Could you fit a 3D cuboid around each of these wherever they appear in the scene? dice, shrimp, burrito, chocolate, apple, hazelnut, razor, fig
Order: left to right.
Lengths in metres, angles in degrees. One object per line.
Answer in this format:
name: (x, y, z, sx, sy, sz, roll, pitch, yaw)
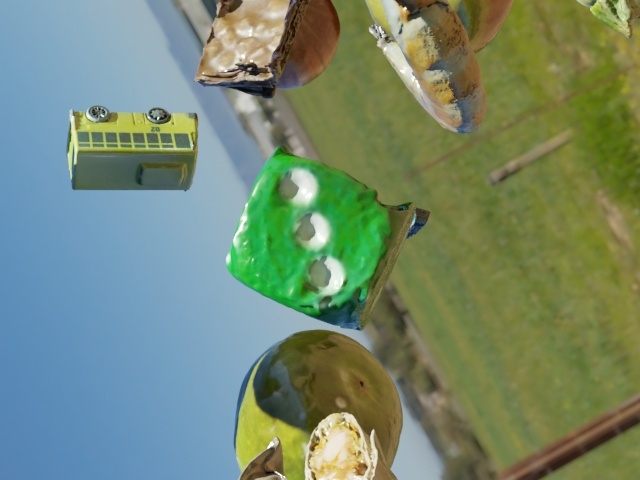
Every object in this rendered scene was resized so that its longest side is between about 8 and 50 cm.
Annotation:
chocolate: (-0.033, -0.265, 1.319, 0.065, 0.102, 0.329, 68, -147, -51)
hazelnut: (-0.042, -0.285, 1.916, 0.150, 0.150, 0.150, 61, 179, 1)
fig: (-0.032, 0.236, 1.810, 0.314, 0.233, 0.233, -17, 105, 54)
dice: (0.000, 0.000, 1.159, 0.128, 0.120, 0.131, 24, 179, 5)
razor: (0.067, 0.003, 1.467, 0.190, 0.066, 0.033, 135, 148, -60)
burrito: (0.066, 0.226, 0.986, 0.226, 0.060, 0.087, 56, -170, -3)
shrimp: (0.121, -0.198, 1.520, 0.185, 0.068, 0.287, 59, 180, 4)
apple: (0.178, -0.400, 2.104, 0.194, 0.261, 0.261, -13, -113, -45)

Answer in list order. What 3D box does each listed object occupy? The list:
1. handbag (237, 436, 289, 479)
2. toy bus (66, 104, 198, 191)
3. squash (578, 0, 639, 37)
handbag: (-0.062, 0.306, 1.082, 0.117, 0.270, 0.182, 28, -174, -44)
toy bus: (-0.249, -0.119, 1.872, 0.088, 0.175, 0.101, 105, 159, -45)
squash: (0.232, -0.278, 1.210, 0.094, 0.094, 0.224, 65, -171, -82)
